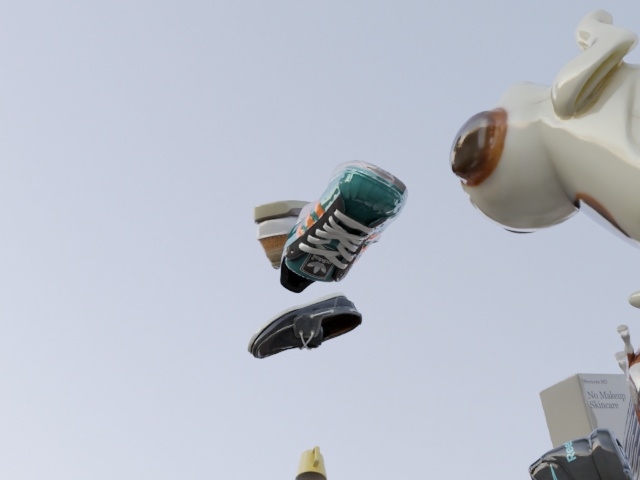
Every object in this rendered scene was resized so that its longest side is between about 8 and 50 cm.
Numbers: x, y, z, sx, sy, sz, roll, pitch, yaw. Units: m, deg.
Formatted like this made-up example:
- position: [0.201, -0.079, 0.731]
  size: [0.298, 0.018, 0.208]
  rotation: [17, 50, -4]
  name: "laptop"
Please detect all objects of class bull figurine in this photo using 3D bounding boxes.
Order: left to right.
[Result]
- position: [0.608, 0.255, 2.290]
  size: [0.101, 0.310, 0.188]
  rotation: [-15, -71, 13]
  name: "bull figurine"

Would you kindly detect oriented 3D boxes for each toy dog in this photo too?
- position: [0.379, -0.099, 1.598]
  size: [0.408, 0.395, 0.284]
  rotation: [6, -13, 38]
  name: "toy dog"

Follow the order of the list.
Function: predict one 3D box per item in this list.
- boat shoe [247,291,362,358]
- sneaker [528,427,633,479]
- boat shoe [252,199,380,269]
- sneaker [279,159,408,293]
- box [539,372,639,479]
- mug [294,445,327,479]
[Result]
- position: [-0.030, 0.171, 2.345]
  size: [0.079, 0.233, 0.084]
  rotation: [49, -31, 38]
  name: "boat shoe"
- position: [0.312, 0.336, 1.325]
  size: [0.106, 0.101, 0.267]
  rotation: [-20, -88, 11]
  name: "sneaker"
- position: [0.000, 0.000, 1.991]
  size: [0.113, 0.103, 0.302]
  rotation: [-14, -10, 37]
  name: "boat shoe"
- position: [0.024, -0.005, 1.616]
  size: [0.108, 0.121, 0.302]
  rotation: [28, -23, -8]
  name: "sneaker"
- position: [0.428, 0.342, 1.846]
  size: [0.113, 0.275, 0.094]
  rotation: [4, -26, -33]
  name: "box"
- position: [-0.012, 0.433, 2.354]
  size: [0.078, 0.064, 0.062]
  rotation: [-36, -58, 28]
  name: "mug"
